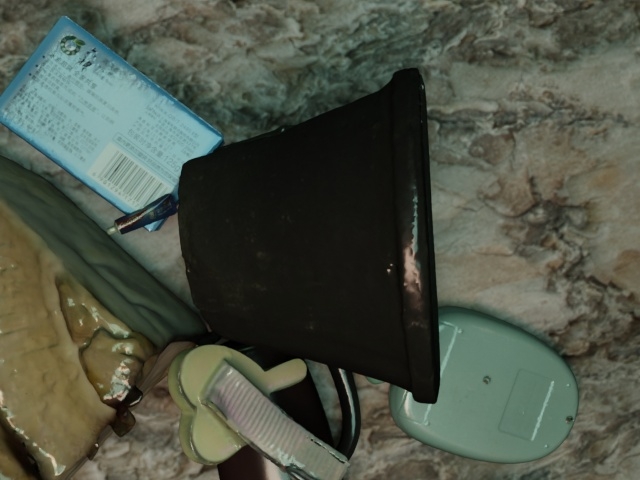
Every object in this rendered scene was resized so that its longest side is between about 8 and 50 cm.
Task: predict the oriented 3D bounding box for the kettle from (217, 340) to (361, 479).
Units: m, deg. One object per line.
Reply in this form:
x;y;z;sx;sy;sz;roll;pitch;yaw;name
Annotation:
-0.039;0.217;0.986;0.202;0.144;0.232;-12;89;-24;kettle

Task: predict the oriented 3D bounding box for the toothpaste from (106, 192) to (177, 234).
-0.202;-0.027;0.932;0.083;0.019;0.027;-24;119;-6;toothpaste

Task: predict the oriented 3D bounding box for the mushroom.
-0.369;0.089;0.923;0.397;0.224;0.313;44;101;0;mushroom

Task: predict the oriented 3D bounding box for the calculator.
0.192;0.184;1.054;0.295;0.042;0.183;19;90;-8;calculator

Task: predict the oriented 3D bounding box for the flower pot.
0.000;0.000;0.889;0.251;0.379;0.379;-4;93;7;flower pot

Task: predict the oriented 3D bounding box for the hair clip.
-0.064;0.181;0.873;0.218;0.071;0.159;41;56;-16;hair clip

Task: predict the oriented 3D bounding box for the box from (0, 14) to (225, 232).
-0.245;-0.133;0.973;0.232;0.083;0.142;37;89;-5;box
